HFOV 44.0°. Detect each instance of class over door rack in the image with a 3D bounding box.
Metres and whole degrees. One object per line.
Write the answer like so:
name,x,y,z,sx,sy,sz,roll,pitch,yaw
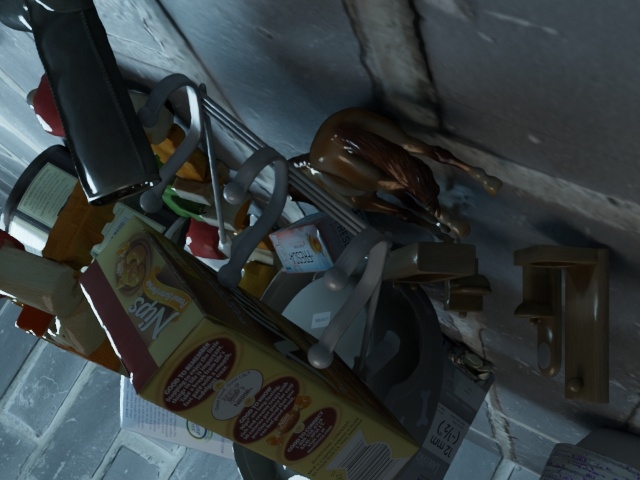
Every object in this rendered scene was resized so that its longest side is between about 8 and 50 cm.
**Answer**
over door rack,-0.044,0.019,0.742,0.239,0.108,0.324,41,166,20

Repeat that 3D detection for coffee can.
coffee can,-0.401,-0.021,1.436,0.276,0.201,0.201,29,167,1

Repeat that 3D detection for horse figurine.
horse figurine,0.046,-0.052,0.664,0.175,0.066,0.263,28,173,2

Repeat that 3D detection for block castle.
block castle,-0.248,0.017,1.047,0.213,0.302,0.453,15,162,26

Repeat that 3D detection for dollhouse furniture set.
dollhouse furniture set,0.141,0.071,0.681,0.151,0.123,0.144,4,172,-11

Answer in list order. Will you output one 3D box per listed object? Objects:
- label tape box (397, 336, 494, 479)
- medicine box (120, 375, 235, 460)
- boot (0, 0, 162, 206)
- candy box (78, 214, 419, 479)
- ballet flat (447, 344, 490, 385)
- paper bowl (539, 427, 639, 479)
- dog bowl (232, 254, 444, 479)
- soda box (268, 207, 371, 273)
label tape box,0.109,0.311,1.282,0.115,0.347,0.249,13,159,50
medicine box,-0.144,0.235,1.345,0.290,0.149,0.263,10,-165,18
boot,-0.204,-0.131,0.660,0.190,0.076,0.208,0,115,66
candy box,-0.060,0.120,0.749,0.316,0.087,0.183,40,-179,-41
ballet flat,0.248,0.202,1.267,0.114,0.041,0.041,38,165,-35
paper bowl,0.495,0.398,1.236,0.284,0.148,0.284,28,167,7
dog bowl,0.017,0.171,1.015,0.102,0.348,0.349,22,173,-32
soda box,0.000,0.000,0.932,0.058,0.063,0.183,64,161,-6
